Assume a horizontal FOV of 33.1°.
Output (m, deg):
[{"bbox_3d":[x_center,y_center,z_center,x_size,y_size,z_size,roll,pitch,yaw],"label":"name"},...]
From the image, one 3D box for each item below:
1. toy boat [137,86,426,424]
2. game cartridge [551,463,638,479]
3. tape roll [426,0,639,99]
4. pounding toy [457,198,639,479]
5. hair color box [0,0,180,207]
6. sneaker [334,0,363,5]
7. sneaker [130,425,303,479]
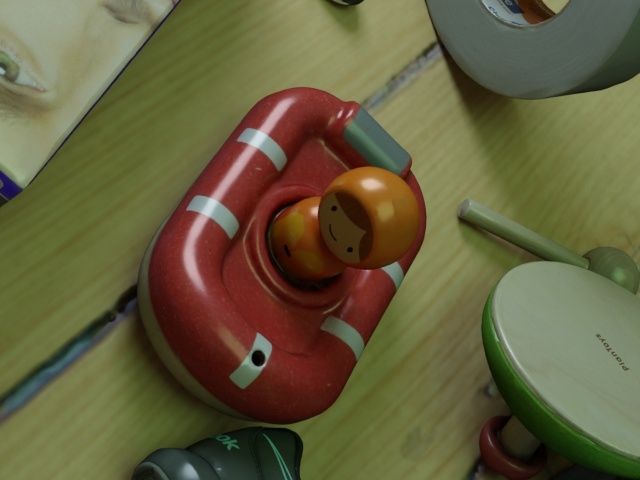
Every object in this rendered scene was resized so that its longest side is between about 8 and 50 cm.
[{"bbox_3d":[0.000,0.000,0.652,0.151,0.151,0.231,43,56,-17],"label":"toy boat"},{"bbox_3d":[0.244,0.182,0.740,0.297,0.198,0.062,-22,89,-37],"label":"game cartridge"},{"bbox_3d":[0.175,-0.217,0.800,0.072,0.219,0.219,-13,84,-37],"label":"tape roll"},{"bbox_3d":[0.176,0.099,0.797,0.183,0.110,0.236,15,38,-20],"label":"pounding toy"},{"bbox_3d":[-0.163,-0.192,0.626,0.185,0.110,0.338,42,58,-19],"label":"hair color box"},{"bbox_3d":[0.006,-0.226,0.794,0.040,0.044,0.109,-35,99,-39],"label":"sneaker"},{"bbox_3d":[-0.014,0.232,0.605,0.106,0.101,0.267,-17,86,-40],"label":"sneaker"}]
